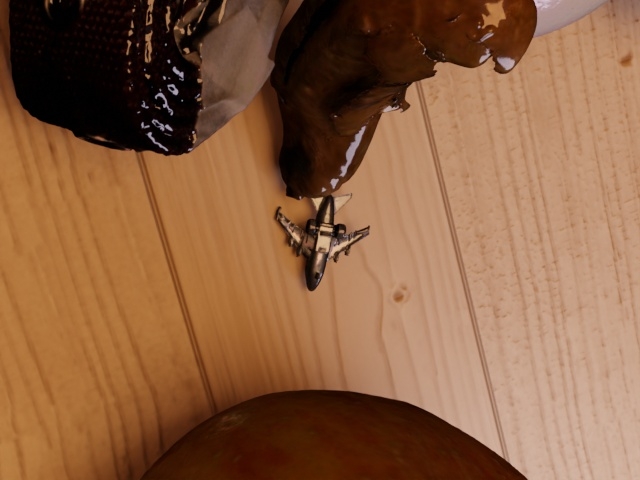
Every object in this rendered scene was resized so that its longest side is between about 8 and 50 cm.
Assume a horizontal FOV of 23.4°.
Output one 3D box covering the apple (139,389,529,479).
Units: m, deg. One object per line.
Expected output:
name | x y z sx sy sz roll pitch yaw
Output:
apple | 0.016 0.303 1.114 0.400 0.334 0.400 -4 98 -27

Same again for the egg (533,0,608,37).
egg | 0.160 -0.309 1.128 0.278 0.278 0.336 6 96 -29

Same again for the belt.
belt | -0.115 -0.205 1.070 0.184 0.164 0.289 19 86 -55

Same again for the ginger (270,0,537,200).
ginger | 0.036 -0.134 1.094 0.107 0.309 0.133 -41 95 -25

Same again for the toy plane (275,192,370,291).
toy plane | 0.000 0.000 1.231 0.079 0.031 0.083 10 91 -14
